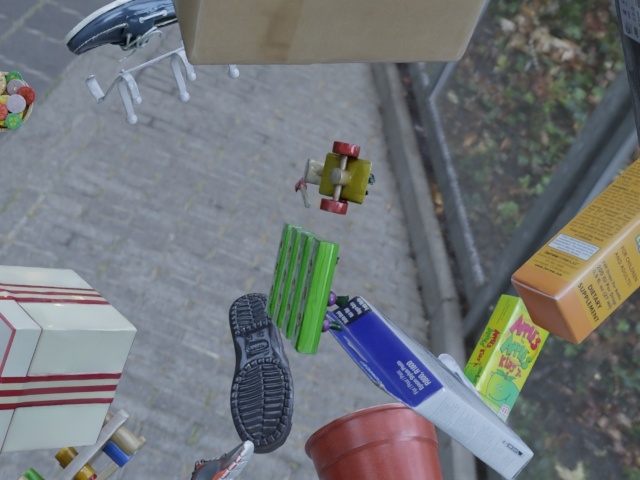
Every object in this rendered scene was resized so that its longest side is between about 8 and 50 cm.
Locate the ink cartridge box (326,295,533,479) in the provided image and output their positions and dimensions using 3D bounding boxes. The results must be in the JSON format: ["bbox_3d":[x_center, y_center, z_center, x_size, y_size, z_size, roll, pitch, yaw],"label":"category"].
[{"bbox_3d":[0.103,0.144,1.095,0.224,0.045,0.223,38,4,-32],"label":"ink cartridge box"}]

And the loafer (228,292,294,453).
[{"bbox_3d":[-0.113,0.287,2.103,0.133,0.130,0.366,-10,54,7],"label":"loafer"}]

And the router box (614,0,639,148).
[{"bbox_3d":[0.485,-0.260,1.197,0.243,0.309,0.081,-35,47,-6],"label":"router box"}]

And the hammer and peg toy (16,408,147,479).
[{"bbox_3d":[-0.470,0.442,1.947,0.127,0.361,0.266,42,71,1],"label":"hammer and peg toy"}]

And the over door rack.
[{"bbox_3d":[-0.290,-0.314,1.899,0.239,0.108,0.324,-27,17,-19],"label":"over door rack"}]

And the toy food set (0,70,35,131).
[{"bbox_3d":[-0.421,-0.185,1.318,0.082,0.083,0.020,10,-5,-5],"label":"toy food set"}]

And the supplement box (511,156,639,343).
[{"bbox_3d":[0.322,0.003,1.088,0.233,0.078,0.080,-42,31,-15],"label":"supplement box"}]

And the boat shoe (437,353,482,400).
[{"bbox_3d":[0.176,0.197,1.292,0.035,0.035,0.100,-22,70,-35],"label":"boat shoe"}]

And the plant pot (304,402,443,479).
[{"bbox_3d":[0.129,0.492,1.916,0.272,0.272,0.265,4,53,-28],"label":"plant pot"}]

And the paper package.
[{"bbox_3d":[0.022,-0.333,0.883,0.309,0.325,0.168,-5,48,-23],"label":"paper package"}]

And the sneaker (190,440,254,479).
[{"bbox_3d":[-0.183,0.389,1.695,0.065,0.158,0.061,44,-5,21],"label":"sneaker"}]

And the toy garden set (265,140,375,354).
[{"bbox_3d":[0.000,0.000,1.049,0.049,0.204,0.244,11,4,-11],"label":"toy garden set"}]

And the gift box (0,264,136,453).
[{"bbox_3d":[-0.492,0.181,1.568,0.276,0.255,0.258,27,14,39],"label":"gift box"}]

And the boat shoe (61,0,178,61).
[{"bbox_3d":[-0.290,-0.344,1.577,0.254,0.095,0.079,-37,102,-37],"label":"boat shoe"}]

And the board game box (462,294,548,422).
[{"bbox_3d":[0.291,0.188,1.585,0.092,0.181,0.043,37,-14,-30],"label":"board game box"}]
